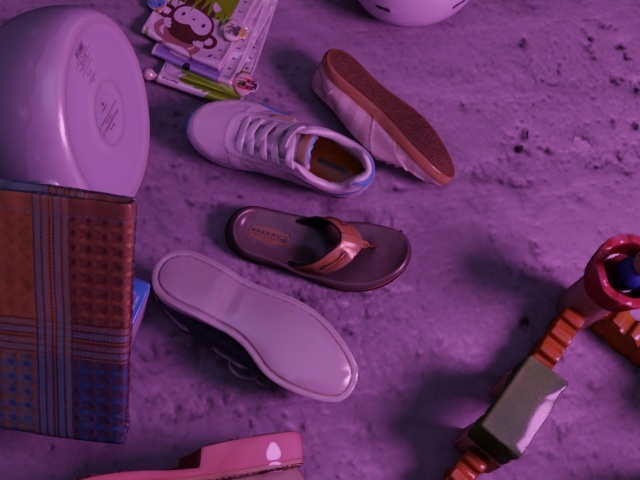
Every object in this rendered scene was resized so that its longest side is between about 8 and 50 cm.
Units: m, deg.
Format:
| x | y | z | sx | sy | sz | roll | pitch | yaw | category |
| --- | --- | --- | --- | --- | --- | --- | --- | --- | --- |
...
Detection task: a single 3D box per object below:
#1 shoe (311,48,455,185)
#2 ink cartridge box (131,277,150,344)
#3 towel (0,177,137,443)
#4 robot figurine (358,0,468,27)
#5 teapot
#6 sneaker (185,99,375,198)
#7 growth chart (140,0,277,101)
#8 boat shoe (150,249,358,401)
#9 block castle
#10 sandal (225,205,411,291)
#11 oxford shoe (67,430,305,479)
| x | y | z | sx | sy | sz | roll | pitch | yaw | category |
| --- | --- | --- | --- | --- | --- | --- | --- | --- | --- |
| 0.076 | -0.142 | 1.383 | 0.219 | 0.058 | 0.076 | 45 | 37 | 3 | shoe |
| -0.296 | 0.083 | 1.200 | 0.190 | 0.082 | 0.140 | 22 | 67 | 0 | ink cartridge box |
| -0.365 | 0.058 | 1.101 | 0.370 | 0.040 | 0.272 | 7 | 111 | 3 | towel |
| 0.113 | -0.406 | 1.426 | 0.173 | 0.209 | 0.278 | 17 | 60 | -45 | robot figurine |
| -0.312 | -0.127 | 1.214 | 0.187 | 0.256 | 0.253 | -3 | 89 | 15 | teapot |
| -0.045 | -0.113 | 1.313 | 0.228 | 0.092 | 0.087 | 15 | 86 | -4 | sneaker |
| -0.138 | -0.276 | 1.404 | 0.171 | 0.021 | 0.237 | 13 | 67 | -5 | growth chart |
| -0.076 | 0.102 | 1.240 | 0.254 | 0.079 | 0.095 | 27 | 69 | 2 | boat shoe |
| 0.304 | 0.245 | 1.192 | 0.303 | 0.213 | 0.453 | 40 | 67 | 5 | block castle |
| 0.000 | 0.000 | 1.304 | 0.219 | 0.060 | 0.090 | 15 | 67 | -5 | sandal |
| -0.190 | 0.300 | 1.112 | 0.396 | 0.140 | 0.147 | -12 | 78 | -15 | oxford shoe |
